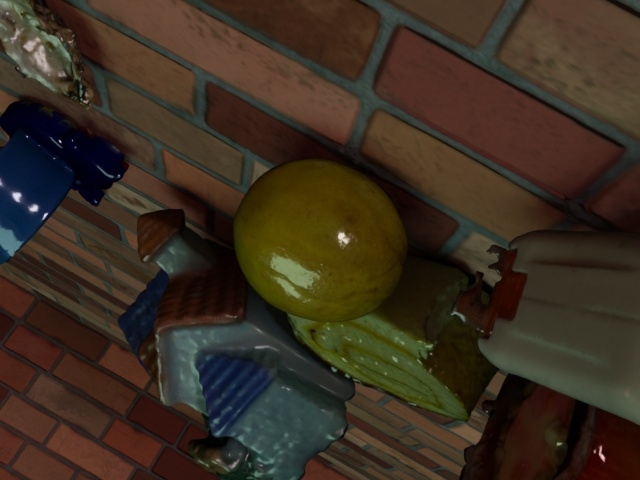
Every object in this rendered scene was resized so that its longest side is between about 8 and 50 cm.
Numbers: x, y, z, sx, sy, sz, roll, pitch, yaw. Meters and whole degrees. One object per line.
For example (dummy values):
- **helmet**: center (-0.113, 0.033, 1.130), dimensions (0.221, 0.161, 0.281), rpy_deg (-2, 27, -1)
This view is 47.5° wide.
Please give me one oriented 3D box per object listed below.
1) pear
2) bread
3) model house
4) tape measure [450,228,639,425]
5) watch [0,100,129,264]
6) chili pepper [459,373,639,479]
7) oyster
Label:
- **pear**: center (0.000, 0.000, 0.683), dimensions (0.162, 0.148, 0.149), rpy_deg (27, 158, -3)
- **bread**: center (0.076, 0.087, 0.810), dimensions (0.257, 0.124, 0.186), rpy_deg (19, 149, 28)
- **model house**: center (-0.153, 0.129, 0.953), dimensions (0.329, 0.252, 0.295), rpy_deg (43, -166, -20)
- **tape measure**: center (0.254, 0.070, 0.472), dimensions (0.265, 0.130, 0.258), rpy_deg (18, 176, -9)
- **watch**: center (-0.387, -0.069, 0.952), dimensions (0.171, 0.200, 0.196), rpy_deg (41, 160, -15)
- **chili pepper**: center (0.304, 0.241, 0.696), dimensions (0.305, 0.229, 0.251), rpy_deg (31, -171, -13)
- **oyster**: center (-0.273, -0.197, 0.727), dimensions (0.103, 0.051, 0.148), rpy_deg (18, 139, 35)
